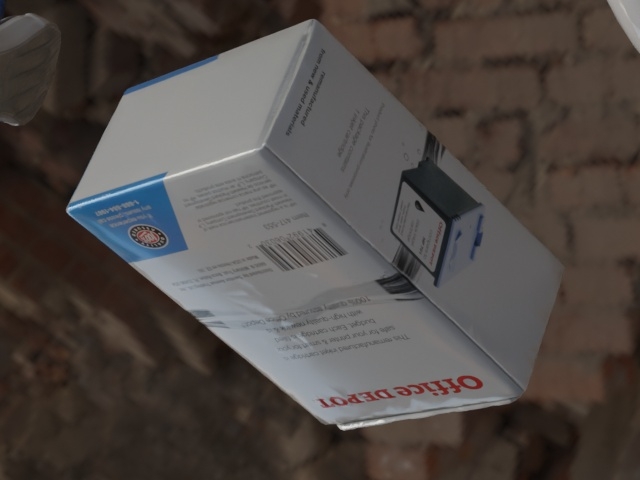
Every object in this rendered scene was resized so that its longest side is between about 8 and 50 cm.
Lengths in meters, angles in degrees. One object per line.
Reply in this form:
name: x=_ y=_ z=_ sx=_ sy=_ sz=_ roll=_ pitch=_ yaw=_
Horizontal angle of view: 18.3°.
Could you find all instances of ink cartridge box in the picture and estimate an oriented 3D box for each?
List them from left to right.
ink cartridge box: x=0.000 y=0.000 z=0.933 sx=0.139 sy=0.082 sz=0.190 roll=-14 pitch=135 yaw=44

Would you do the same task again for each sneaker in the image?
sneaker: x=-0.278 y=-0.141 z=1.558 sx=0.091 sy=0.258 sz=0.094 roll=20 pitch=101 yaw=8

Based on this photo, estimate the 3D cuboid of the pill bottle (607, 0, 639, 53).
pill bottle: x=0.199 y=-0.177 z=0.703 sx=0.210 sy=0.363 sz=0.210 roll=4 pitch=115 yaw=8

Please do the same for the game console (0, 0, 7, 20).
game console: x=-0.389 y=-0.143 z=1.205 sx=0.293 sy=0.173 sz=0.250 roll=-42 pitch=82 yaw=20
